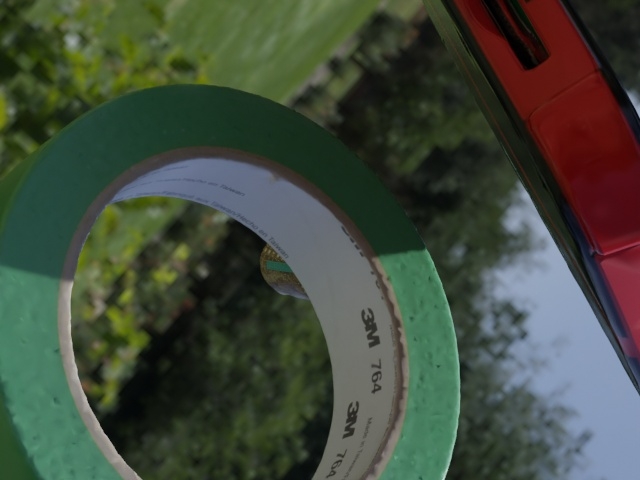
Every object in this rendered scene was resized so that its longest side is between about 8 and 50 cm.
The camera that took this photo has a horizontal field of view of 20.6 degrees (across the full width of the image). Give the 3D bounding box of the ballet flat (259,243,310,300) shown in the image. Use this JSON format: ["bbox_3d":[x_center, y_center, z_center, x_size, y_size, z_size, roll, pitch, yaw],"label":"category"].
[{"bbox_3d":[0.000,0.000,1.298,0.206,0.067,0.073,-25,119,-77],"label":"ballet flat"}]

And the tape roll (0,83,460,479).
[{"bbox_3d":[-0.064,0.068,1.054,0.077,0.321,0.321,-29,-164,51],"label":"tape roll"}]

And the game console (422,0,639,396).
[{"bbox_3d":[0.123,-0.097,1.054,0.060,0.386,0.342,-28,148,6],"label":"game console"}]
